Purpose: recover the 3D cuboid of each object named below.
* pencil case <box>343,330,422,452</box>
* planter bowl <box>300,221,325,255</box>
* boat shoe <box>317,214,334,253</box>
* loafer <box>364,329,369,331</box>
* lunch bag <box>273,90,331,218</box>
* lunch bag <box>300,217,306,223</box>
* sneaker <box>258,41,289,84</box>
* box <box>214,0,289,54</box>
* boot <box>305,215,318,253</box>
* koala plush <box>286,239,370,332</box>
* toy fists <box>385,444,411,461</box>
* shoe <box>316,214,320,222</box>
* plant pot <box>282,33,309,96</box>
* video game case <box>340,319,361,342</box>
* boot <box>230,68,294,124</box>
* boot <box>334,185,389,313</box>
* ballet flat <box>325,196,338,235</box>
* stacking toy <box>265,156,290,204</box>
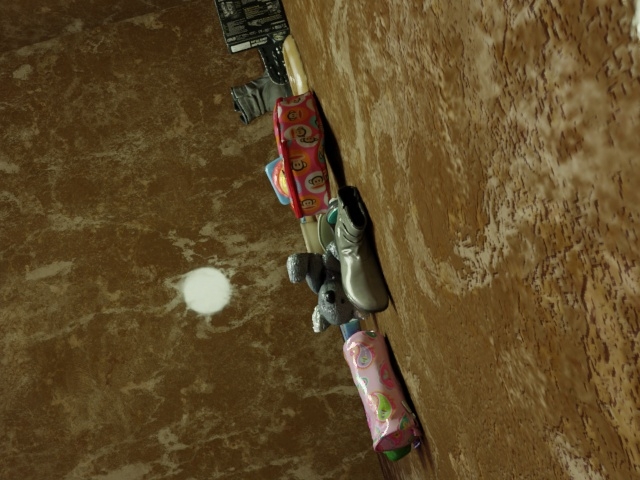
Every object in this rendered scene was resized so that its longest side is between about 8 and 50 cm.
[{"bbox_3d":[0.145,0.356,1.330,0.124,0.124,0.284,77,174,-50],"label":"pencil case"},{"bbox_3d":[0.000,0.000,2.045,0.162,0.109,0.162,164,90,-87],"label":"planter bowl"},{"bbox_3d":[0.037,0.003,1.670,0.069,0.081,0.228,-121,12,-62],"label":"boat shoe"},{"bbox_3d":[0.138,0.356,1.677,0.267,0.084,0.096,-115,9,-69],"label":"loafer"},{"bbox_3d":[-0.036,-0.206,1.420,0.258,0.120,0.293,75,-175,-46],"label":"lunch bag"},{"bbox_3d":[-0.059,-0.133,2.613,0.219,0.090,0.176,82,174,-63],"label":"lunch bag"},{"bbox_3d":[-0.161,-0.631,1.741,0.124,0.107,0.284,-96,-8,-72],"label":"sneaker"},{"bbox_3d":[-0.193,-0.627,1.565,0.077,0.180,0.148,143,110,-87],"label":"box"},{"bbox_3d":[-0.031,-0.049,2.317,0.270,0.089,0.236,79,-176,-52],"label":"boot"},{"bbox_3d":[0.038,0.134,1.539,0.203,0.196,0.222,43,-152,-73],"label":"koala plush"},{"bbox_3d":[0.169,0.425,1.448,0.142,0.096,0.279,94,164,-51],"label":"toy fists"},{"bbox_3d":[0.025,-0.063,1.877,0.076,0.058,0.219,-14,98,56],"label":"shoe"},{"bbox_3d":[-0.068,-0.462,1.581,0.236,0.032,0.237,163,90,-86],"label":"plant pot"},{"bbox_3d":[0.109,0.320,2.228,0.244,0.061,0.270,-111,6,-48],"label":"video game case"},{"bbox_3d":[-0.219,-0.561,1.974,0.118,0.222,0.338,76,176,-48],"label":"boot"},{"bbox_3d":[0.075,0.016,1.146,0.161,0.083,0.247,87,166,-52],"label":"boot"},{"bbox_3d":[0.045,-0.063,1.337,0.203,0.074,0.074,75,177,-65],"label":"ballet flat"},{"bbox_3d":[-0.067,-0.218,1.969,0.175,0.165,0.302,65,168,-16],"label":"stacking toy"}]
